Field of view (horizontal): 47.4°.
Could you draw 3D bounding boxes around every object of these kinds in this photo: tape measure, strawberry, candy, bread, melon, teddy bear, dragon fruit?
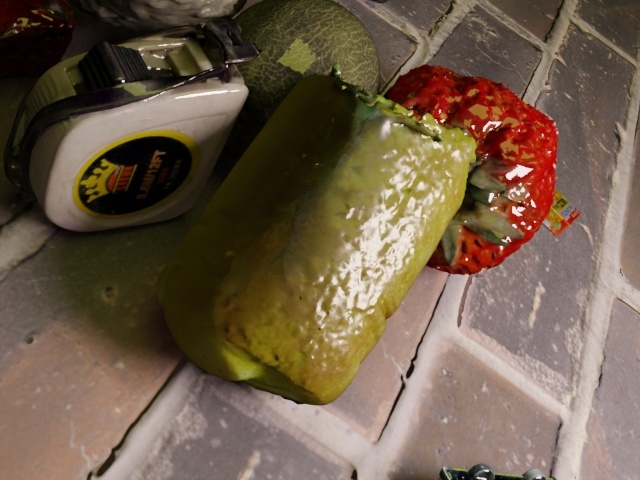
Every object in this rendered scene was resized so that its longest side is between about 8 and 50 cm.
[{"bbox_3d":[-0.225,-0.137,0.823,0.232,0.271,0.133,-9,60,-38],"label":"tape measure"},{"bbox_3d":[0.233,-0.134,1.103,0.351,0.267,0.312,-36,98,-45],"label":"strawberry"},{"bbox_3d":[0.414,-0.072,1.340,0.122,0.038,0.062,48,45,10],"label":"candy"},{"bbox_3d":[0.000,0.000,0.815,0.251,0.208,0.376,37,79,-11],"label":"bread"},{"bbox_3d":[-0.035,-0.228,1.042,0.237,0.237,0.301,39,41,2],"label":"melon"},{"bbox_3d":[-0.193,-0.383,0.912,0.358,0.367,0.224,-12,96,-18],"label":"teddy bear"},{"bbox_3d":[-0.410,-0.295,0.949,0.121,0.127,0.161,-9,62,-45],"label":"dragon fruit"}]

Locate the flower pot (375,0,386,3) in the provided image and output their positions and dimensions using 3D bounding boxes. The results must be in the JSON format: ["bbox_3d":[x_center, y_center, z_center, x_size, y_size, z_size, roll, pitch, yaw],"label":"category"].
[{"bbox_3d":[0.099,-0.621,1.494,0.148,0.235,0.235,23,42,14],"label":"flower pot"}]

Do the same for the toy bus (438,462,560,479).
[{"bbox_3d":[0.212,0.324,0.841,0.175,0.101,0.088,12,21,-23],"label":"toy bus"}]
